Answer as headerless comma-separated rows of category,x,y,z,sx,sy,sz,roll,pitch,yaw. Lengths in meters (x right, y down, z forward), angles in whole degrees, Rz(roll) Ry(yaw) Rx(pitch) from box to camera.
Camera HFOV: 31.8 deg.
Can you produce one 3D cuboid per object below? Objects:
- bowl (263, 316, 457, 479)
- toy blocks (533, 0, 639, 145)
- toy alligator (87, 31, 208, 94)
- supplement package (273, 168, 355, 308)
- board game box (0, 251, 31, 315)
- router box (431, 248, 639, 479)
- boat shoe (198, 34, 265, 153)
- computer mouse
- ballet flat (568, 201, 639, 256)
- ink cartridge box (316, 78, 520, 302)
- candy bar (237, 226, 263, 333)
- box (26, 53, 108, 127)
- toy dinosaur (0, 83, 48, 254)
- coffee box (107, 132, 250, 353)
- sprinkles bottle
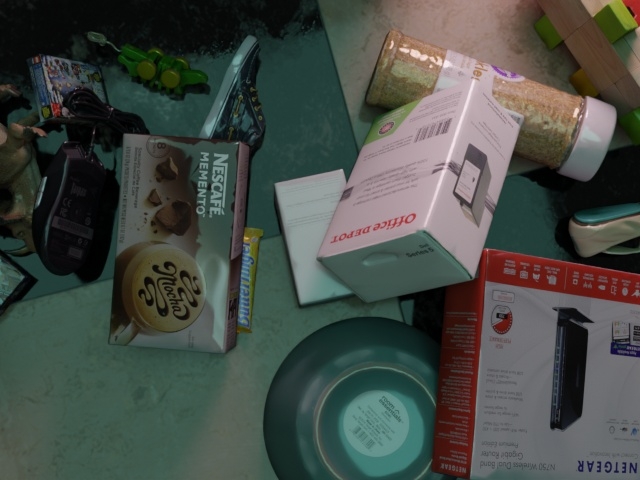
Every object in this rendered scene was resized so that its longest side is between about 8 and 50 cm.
bowl,0.074,0.262,1.581,0.311,0.163,0.311,0,85,-3
toy blocks,0.478,-0.374,1.671,0.261,0.191,0.381,-33,87,-17
toy alligator,-0.261,-0.256,1.673,0.189,0.056,0.051,20,124,-1
supplement package,0.000,0.000,1.630,0.105,0.105,0.179,-12,85,-5
board game box,-0.567,0.040,1.631,0.243,0.042,0.165,40,84,2
router box,0.317,0.180,1.562,0.335,0.082,0.301,8,83,-33
boat shoe,-0.110,-0.207,1.670,0.083,0.065,0.183,23,91,-1
computer mouse,-0.333,-0.077,1.604,0.060,0.184,0.262,8,86,30
ballet flat,0.491,-0.027,1.678,0.248,0.086,0.086,-13,85,-2
ink cartridge box,0.136,-0.065,1.538,0.115,0.198,0.273,42,53,-28
candy bar,-0.112,0.060,1.663,0.040,0.018,0.161,6,84,-2
box,-0.360,-0.213,1.621,0.027,0.137,0.094,-15,86,25
toy dinosaur,-0.489,-0.120,1.616,0.295,0.127,0.200,37,102,11
coffee box,-0.196,0.002,1.591,0.168,0.119,0.297,5,92,4
sprinkles bottle,0.248,-0.198,1.653,0.355,0.121,0.121,19,84,-1
